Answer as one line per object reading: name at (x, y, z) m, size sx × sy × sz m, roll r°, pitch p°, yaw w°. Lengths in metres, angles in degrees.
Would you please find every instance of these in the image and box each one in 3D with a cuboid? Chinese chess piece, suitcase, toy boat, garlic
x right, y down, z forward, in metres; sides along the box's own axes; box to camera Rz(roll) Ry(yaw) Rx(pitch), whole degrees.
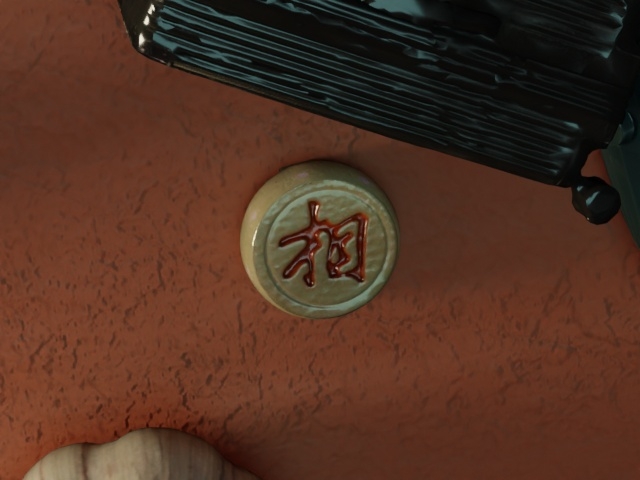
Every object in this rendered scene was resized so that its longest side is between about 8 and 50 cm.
Chinese chess piece at (0.000, 0.000, 1.208) m, size 0.122 × 0.051 × 0.122 m, roll -4°, pitch 111°, yaw -10°
suitcase at (0.038, -0.155, 1.060) m, size 0.335 × 0.229 × 0.152 m, roll 16°, pitch 106°, yaw -17°
toy boat at (0.272, -0.051, 1.224) m, size 0.103 × 0.093 × 0.246 m, roll -32°, pitch 115°, yaw -22°
garlic at (-0.132, 0.279, 1.184) m, size 0.245 × 0.253 × 0.245 m, roll -1°, pitch 113°, yaw -2°
